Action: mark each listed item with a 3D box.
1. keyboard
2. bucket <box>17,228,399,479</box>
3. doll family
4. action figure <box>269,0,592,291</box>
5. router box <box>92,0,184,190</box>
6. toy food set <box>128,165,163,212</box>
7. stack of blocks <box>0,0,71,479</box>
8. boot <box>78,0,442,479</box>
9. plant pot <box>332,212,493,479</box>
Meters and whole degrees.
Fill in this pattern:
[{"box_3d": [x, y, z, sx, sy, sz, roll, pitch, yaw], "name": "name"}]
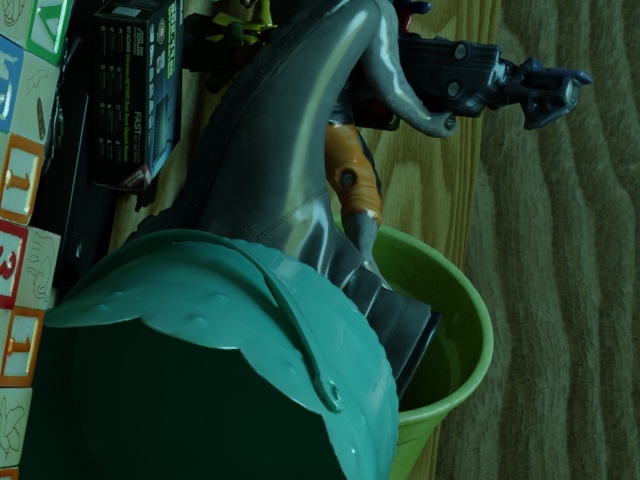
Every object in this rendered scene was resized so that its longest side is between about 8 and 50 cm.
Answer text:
[{"box_3d": [-0.155, -0.126, 0.948, 0.201, 0.033, 0.317, 32, 66, -83], "name": "keyboard"}, {"box_3d": [-0.085, 0.136, 0.892, 0.183, 0.281, 0.281, -53, 149, -66], "name": "bucket"}, {"box_3d": [-0.060, -0.190, 1.128, 0.076, 0.111, 0.193, 66, 35, -66], "name": "doll family"}, {"box_3d": [0.033, -0.118, 1.183, 0.178, 0.341, 0.330, 36, 61, -54], "name": "action figure"}, {"box_3d": [-0.121, -0.106, 0.962, 0.092, 0.038, 0.123, -70, 166, -62], "name": "router box"}, {"box_3d": [-0.130, -0.063, 1.073, 0.082, 0.020, 0.083, 101, -4, -67], "name": "toy food set"}, {"box_3d": [-0.202, 0.003, 0.702, 0.171, 0.087, 0.297, 24, 75, -76], "name": "stack of blocks"}, {"box_3d": [0.000, 0.000, 1.031, 0.338, 0.222, 0.118, -56, 178, 5], "name": "boot"}, {"box_3d": [-0.001, 0.157, 1.348, 0.276, 0.276, 0.254, -64, 169, -52], "name": "plant pot"}]
